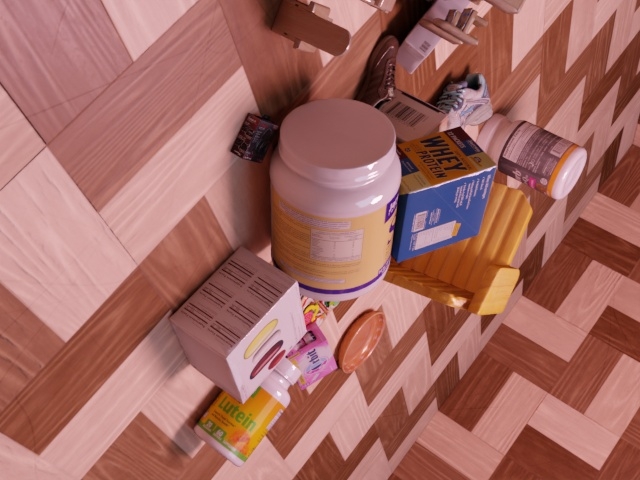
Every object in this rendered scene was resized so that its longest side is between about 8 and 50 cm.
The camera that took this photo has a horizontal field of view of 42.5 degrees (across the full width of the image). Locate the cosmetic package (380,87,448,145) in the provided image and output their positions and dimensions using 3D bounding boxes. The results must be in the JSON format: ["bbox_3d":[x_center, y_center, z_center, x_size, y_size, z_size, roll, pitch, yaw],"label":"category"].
[{"bbox_3d":[0.179,-0.165,1.818,0.129,0.153,0.296,-41,151,-29],"label":"cosmetic package"}]

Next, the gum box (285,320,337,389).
[{"bbox_3d":[-0.031,0.279,1.993,0.107,0.062,0.188,-31,149,-9],"label":"gum box"}]

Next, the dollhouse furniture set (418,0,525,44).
[{"bbox_3d":[0.265,-0.490,1.495,0.212,0.161,0.242,-64,-163,6],"label":"dollhouse furniture set"}]

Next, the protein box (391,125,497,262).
[{"bbox_3d":[0.219,-0.093,1.663,0.201,0.136,0.200,-18,140,-19],"label":"protein box"}]

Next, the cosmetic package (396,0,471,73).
[{"bbox_3d":[0.247,-0.459,1.686,0.239,0.060,0.099,-52,-178,-14],"label":"cosmetic package"}]

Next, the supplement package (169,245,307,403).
[{"bbox_3d":[-0.151,0.164,1.592,0.203,0.149,0.194,-47,152,-24],"label":"supplement package"}]

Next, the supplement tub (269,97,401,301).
[{"bbox_3d":[0.025,-0.073,1.541,0.241,0.241,0.331,-40,149,-34],"label":"supplement tub"}]

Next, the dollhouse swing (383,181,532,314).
[{"bbox_3d":[0.309,-0.022,1.989,0.315,0.347,0.305,7,103,-64],"label":"dollhouse swing"}]

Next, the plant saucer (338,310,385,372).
[{"bbox_3d":[0.111,0.280,2.312,0.200,0.037,0.200,-42,150,-32],"label":"plant saucer"}]

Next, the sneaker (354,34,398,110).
[{"bbox_3d":[0.127,-0.315,1.654,0.066,0.071,0.188,-10,127,-57],"label":"sneaker"}]

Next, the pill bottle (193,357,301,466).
[{"bbox_3d":[-0.154,0.361,1.815,0.245,0.136,0.136,-52,154,-14],"label":"pill bottle"}]

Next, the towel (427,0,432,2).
[{"bbox_3d":[0.233,-0.541,1.592,0.144,0.029,0.197,-64,175,13],"label":"towel"}]

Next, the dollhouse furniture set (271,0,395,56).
[{"bbox_3d":[0.127,-0.434,1.409,0.355,0.174,0.303,-5,123,-59],"label":"dollhouse furniture set"}]

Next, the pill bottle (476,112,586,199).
[{"bbox_3d":[0.587,-0.242,2.307,0.162,0.278,0.162,-41,149,-32],"label":"pill bottle"}]

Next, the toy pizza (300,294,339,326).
[{"bbox_3d":[-0.002,0.154,1.979,0.201,0.032,0.201,-41,149,-32],"label":"toy pizza"}]

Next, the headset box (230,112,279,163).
[{"bbox_3d":[-0.112,-0.180,1.423,0.062,0.032,0.083,7,114,-62],"label":"headset box"}]

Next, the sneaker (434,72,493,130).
[{"bbox_3d":[0.310,-0.317,1.973,0.283,0.110,0.122,-39,131,-39],"label":"sneaker"}]
